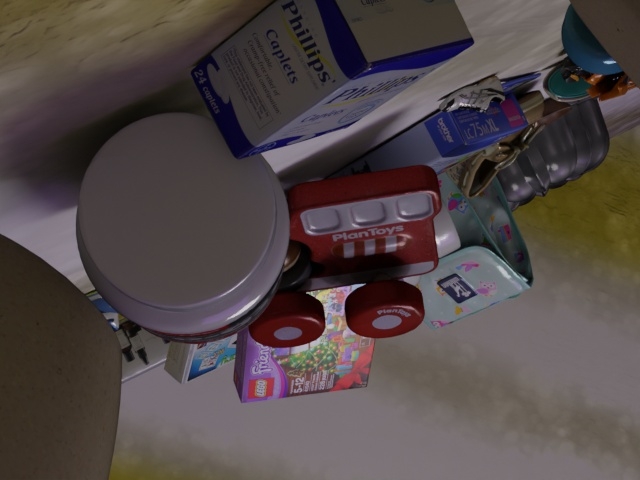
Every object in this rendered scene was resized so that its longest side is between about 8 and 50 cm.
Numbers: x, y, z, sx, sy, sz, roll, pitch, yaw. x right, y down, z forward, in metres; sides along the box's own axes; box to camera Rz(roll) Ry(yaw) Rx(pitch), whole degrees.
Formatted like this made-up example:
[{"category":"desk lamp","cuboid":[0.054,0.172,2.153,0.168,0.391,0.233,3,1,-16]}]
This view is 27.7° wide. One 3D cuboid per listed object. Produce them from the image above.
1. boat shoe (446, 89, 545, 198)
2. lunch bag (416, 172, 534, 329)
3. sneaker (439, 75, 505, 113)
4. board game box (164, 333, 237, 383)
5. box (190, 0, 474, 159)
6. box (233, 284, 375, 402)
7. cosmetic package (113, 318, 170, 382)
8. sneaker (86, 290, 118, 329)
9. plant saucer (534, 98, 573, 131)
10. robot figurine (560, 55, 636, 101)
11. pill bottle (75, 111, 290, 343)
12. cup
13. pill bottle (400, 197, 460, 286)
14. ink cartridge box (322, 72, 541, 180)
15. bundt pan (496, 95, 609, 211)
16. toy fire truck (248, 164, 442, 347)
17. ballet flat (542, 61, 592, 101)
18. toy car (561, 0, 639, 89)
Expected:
[{"category":"boat shoe","cuboid":[0.259,-0.140,1.893,0.105,0.089,0.285,-24,174,-17]},{"category":"lunch bag","cuboid":[0.218,0.005,2.208,0.223,0.262,0.160,-29,175,34]},{"category":"sneaker","cuboid":[0.182,-0.165,1.539,0.083,0.037,0.032,-24,176,-13]},{"category":"board game box","cuboid":[-0.118,0.105,2.161,0.305,0.053,0.193,-21,137,-46]},{"category":"box","cuboid":[0.009,-0.123,0.873,0.137,0.072,0.126,-31,174,41]},{"category":"box","cuboid":[-0.015,0.100,1.873,0.201,0.057,0.293,-5,127,-17]},{"category":"cosmetic package","cuboid":[-0.259,0.153,2.242,0.239,0.099,0.060,-26,176,-12]},{"category":"sneaker","cuboid":[-0.329,0.114,1.695,0.144,0.059,0.053,-24,177,-14]},{"category":"plant saucer","cuboid":[0.329,-0.188,2.112,0.168,0.029,0.168,-25,175,-2]},{"category":"robot figurine","cuboid":[0.422,-0.253,1.579,0.211,0.085,0.291,-23,174,-27]},{"category":"pill bottle","cuboid":[-0.105,-0.003,1.021,0.161,0.161,0.283,-26,175,-5]},{"category":"cup","cuboid":[-0.274,0.126,0.910,0.237,0.331,0.331,-55,-171,-27]},{"category":"pill bottle","cuboid":[0.046,0.023,1.993,0.319,0.176,0.176,-26,175,-1]},{"category":"ink cartridge box","cuboid":[0.143,-0.118,1.721,0.311,0.065,0.186,-32,173,35]},{"category":"bundt pan","cuboid":[0.380,-0.138,2.357,0.331,0.124,0.331,-27,176,-2]},{"category":"toy fire truck","cuboid":[0.000,0.000,1.595,0.302,0.169,0.254,-7,149,4]},{"category":"ballet flat","cuboid":[0.365,-0.227,1.743,0.168,0.057,0.052,-25,-175,-15]},{"category":"toy car","cuboid":[0.331,-0.213,1.002,0.238,0.210,0.219,-38,165,-6]}]
